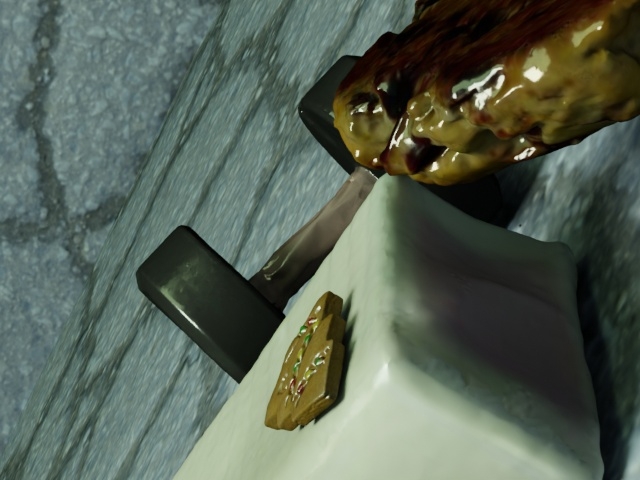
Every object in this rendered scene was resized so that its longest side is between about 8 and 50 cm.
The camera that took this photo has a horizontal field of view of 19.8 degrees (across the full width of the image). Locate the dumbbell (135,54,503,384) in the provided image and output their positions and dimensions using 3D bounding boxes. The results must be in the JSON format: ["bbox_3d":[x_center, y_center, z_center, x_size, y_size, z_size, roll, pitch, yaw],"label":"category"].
[{"bbox_3d":[0.000,0.000,1.230,0.218,0.152,0.152,-47,15,-4],"label":"dumbbell"}]

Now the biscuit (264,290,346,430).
[{"bbox_3d":[-0.007,0.070,0.971,0.082,0.016,0.092,-63,13,8],"label":"biscuit"}]

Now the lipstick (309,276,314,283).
[{"bbox_3d":[0.014,0.064,1.367,0.068,0.061,0.274,-55,19,23],"label":"lipstick"}]

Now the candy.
[{"bbox_3d":[0.015,0.153,1.076,0.359,0.145,0.208,-55,19,33],"label":"candy"}]

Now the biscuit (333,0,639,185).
[{"bbox_3d":[0.155,-0.131,0.996,0.334,0.081,0.289,-24,21,40],"label":"biscuit"}]
